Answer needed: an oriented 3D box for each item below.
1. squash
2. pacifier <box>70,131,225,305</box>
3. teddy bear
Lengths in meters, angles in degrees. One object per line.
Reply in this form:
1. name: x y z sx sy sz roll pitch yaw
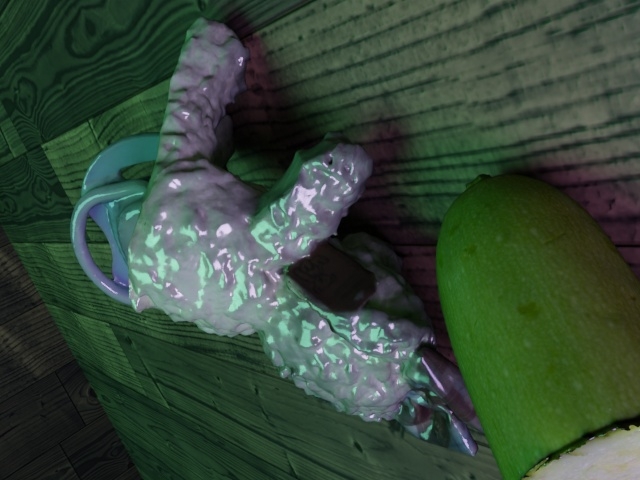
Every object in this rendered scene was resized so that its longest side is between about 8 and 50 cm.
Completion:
1. squash: 0.153 0.050 0.454 0.132 0.133 0.247 94 170 -45
2. pacifier: -0.226 -0.035 0.963 0.207 0.228 0.278 -94 -7 -60
3. teddy bear: 0.000 0.000 0.701 0.363 0.375 0.327 12 145 -6
